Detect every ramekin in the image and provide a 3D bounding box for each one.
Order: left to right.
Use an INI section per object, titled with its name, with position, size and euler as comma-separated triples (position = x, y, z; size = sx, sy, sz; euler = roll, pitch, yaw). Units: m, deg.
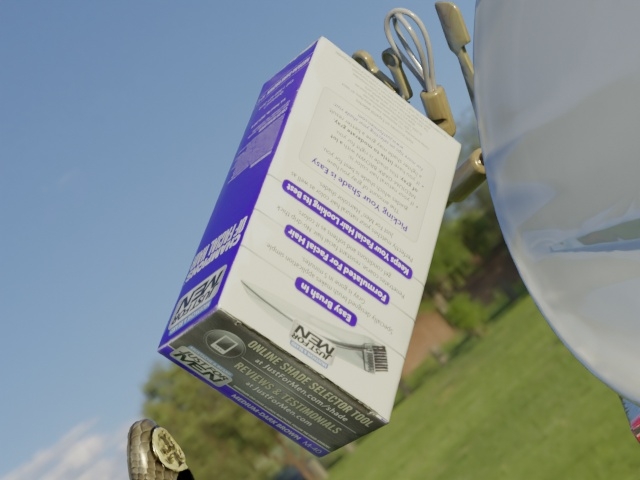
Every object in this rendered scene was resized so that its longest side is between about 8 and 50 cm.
[ramekin]
position = 0.183, -0.068, 0.603
size = 0.127, 0.273, 0.273
euler = -6, -23, -25

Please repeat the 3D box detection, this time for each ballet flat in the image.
[ballet flat]
position = -0.107, 0.274, 1.337
size = 0.058, 0.250, 0.084
euler = -21, 1, 23

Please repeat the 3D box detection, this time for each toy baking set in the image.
[toy baking set]
position = 0.110, -0.135, 1.520
size = 0.030, 0.197, 0.256
euler = -37, -1, -27

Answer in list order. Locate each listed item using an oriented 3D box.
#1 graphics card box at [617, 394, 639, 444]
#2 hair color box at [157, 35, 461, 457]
[graphics card box]
position = 0.403, 0.125, 1.420
size = 0.233, 0.094, 0.371
euler = -37, -3, 7
[hair color box]
position = 0.000, 0.000, 1.332
size = 0.110, 0.185, 0.339
euler = -35, 27, 43
